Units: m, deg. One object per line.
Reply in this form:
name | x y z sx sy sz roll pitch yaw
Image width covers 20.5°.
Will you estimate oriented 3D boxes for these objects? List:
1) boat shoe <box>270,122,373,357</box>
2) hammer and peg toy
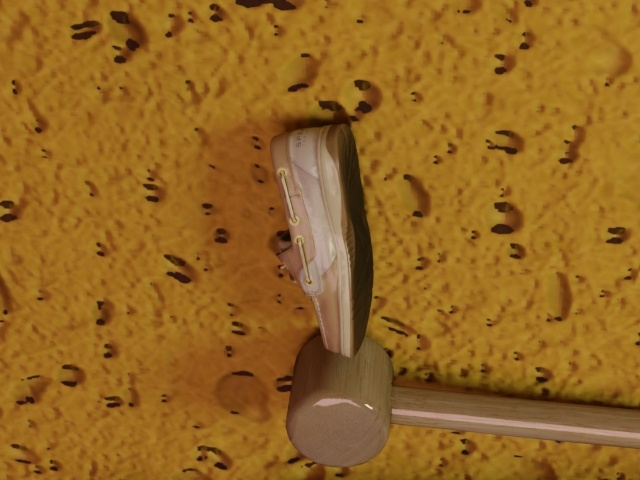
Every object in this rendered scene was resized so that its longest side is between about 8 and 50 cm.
boat shoe | 0.000 0.000 0.946 0.045 0.050 0.135 2 116 16
hammer and peg toy | 0.093 0.230 1.037 0.266 0.127 0.361 -1 125 14
